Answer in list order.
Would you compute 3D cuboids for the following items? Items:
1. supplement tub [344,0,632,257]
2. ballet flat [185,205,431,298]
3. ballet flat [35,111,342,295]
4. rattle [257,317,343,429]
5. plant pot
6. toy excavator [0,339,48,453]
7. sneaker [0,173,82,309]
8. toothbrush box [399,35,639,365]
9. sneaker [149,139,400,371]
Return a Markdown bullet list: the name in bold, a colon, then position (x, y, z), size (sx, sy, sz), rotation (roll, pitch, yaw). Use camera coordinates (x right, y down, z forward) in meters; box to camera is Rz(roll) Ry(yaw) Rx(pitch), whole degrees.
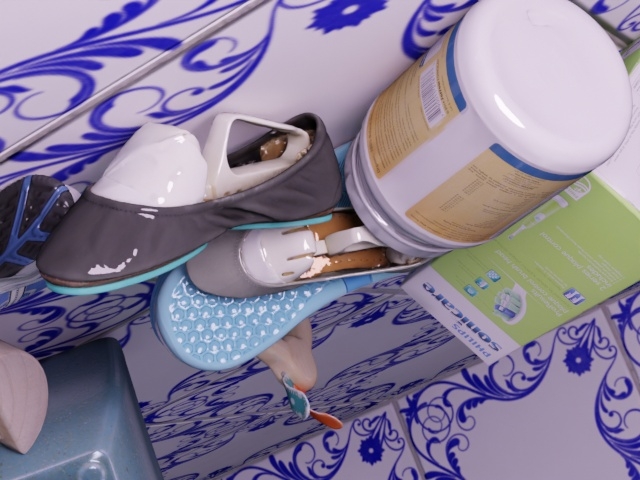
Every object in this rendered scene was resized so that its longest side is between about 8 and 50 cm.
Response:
- **supplement tub**: position (0.118, -0.080, 1.037), size (0.144, 0.144, 0.200), rotation (-12, 164, -34)
- **ballet flat**: position (0.000, 0.000, 1.113), size (0.213, 0.072, 0.068), rotation (-7, 174, -18)
- **ballet flat**: position (-0.090, -0.041, 0.994), size (0.095, 0.096, 0.280), rotation (15, -158, 35)
- **rattle**: position (-0.074, 0.119, 1.394), size (0.143, 0.199, 0.130), rotation (-23, 166, 7)
- **plant pot**: position (-0.273, 0.269, 1.401), size (0.248, 0.247, 0.252), rotation (-18, -169, -11)
- **toy excavator**: position (-0.444, 0.232, 1.104), size (0.222, 0.433, 0.445), rotation (20, 170, 26)
- **sneaker**: position (-0.246, 0.026, 1.037), size (0.211, 0.080, 0.081), rotation (-26, 163, 22)
- **toothbrush box**: position (0.225, -0.038, 1.233), size (0.206, 0.122, 0.283), rotation (-52, -172, -36)
- **sneaker**: position (-0.021, 0.005, 1.252), size (0.319, 0.127, 0.208), rotation (-27, -177, -17)
